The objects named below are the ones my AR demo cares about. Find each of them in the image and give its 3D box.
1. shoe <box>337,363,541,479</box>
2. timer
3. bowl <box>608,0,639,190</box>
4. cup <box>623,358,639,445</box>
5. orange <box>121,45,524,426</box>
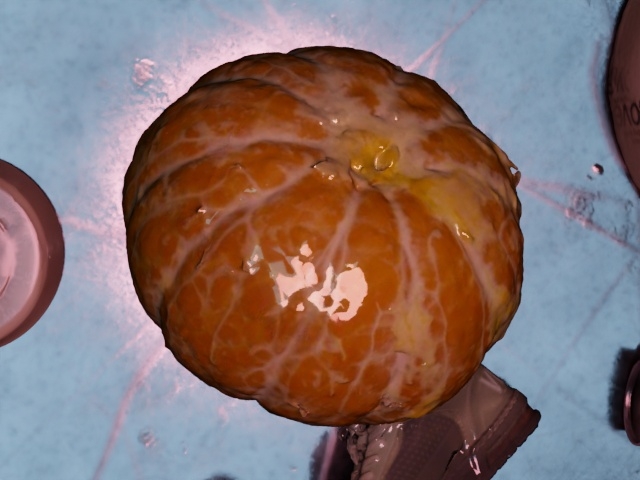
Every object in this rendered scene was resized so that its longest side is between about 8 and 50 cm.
[{"bbox_3d":[0.051,0.194,1.515,0.149,0.109,0.293,46,59,2],"label":"shoe"},{"bbox_3d":[-0.298,0.018,1.421,0.175,0.266,0.175,0,93,-5],"label":"timer"},{"bbox_3d":[0.436,-0.134,1.517,0.353,0.185,0.354,0,94,-5],"label":"bowl"},{"bbox_3d":[0.316,0.135,1.585,0.077,0.078,0.100,7,62,-11],"label":"cup"},{"bbox_3d":[0.000,0.000,1.430,0.329,0.249,0.329,8,48,-9],"label":"orange"}]
